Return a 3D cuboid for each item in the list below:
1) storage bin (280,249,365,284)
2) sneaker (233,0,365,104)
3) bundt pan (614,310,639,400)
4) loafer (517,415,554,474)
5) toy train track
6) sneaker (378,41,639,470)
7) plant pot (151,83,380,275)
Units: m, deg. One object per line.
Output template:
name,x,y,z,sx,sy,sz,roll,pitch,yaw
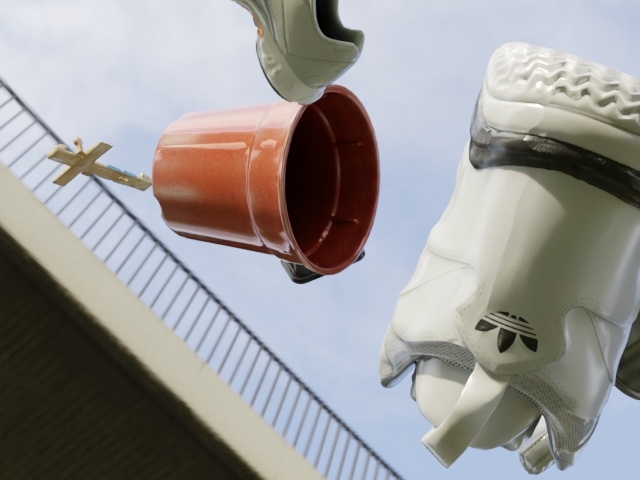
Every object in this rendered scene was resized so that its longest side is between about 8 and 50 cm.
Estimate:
storage bin,0.000,0.000,1.498,0.135,0.098,0.091,-22,-45,-12
sneaker,-0.038,-0.284,0.974,0.121,0.099,0.262,-26,-82,40
bundt pan,0.451,0.056,1.277,0.331,0.331,0.124,38,-50,-10
loafer,0.363,0.310,1.547,0.112,0.319,0.111,-41,-98,9
toy train track,-0.142,-0.049,0.593,0.048,0.014,0.083,-33,-28,24
sneaker,0.132,0.006,0.566,0.137,0.366,0.210,24,-80,13
plant pot,-0.090,-0.094,1.371,0.265,0.272,0.272,5,-57,32
